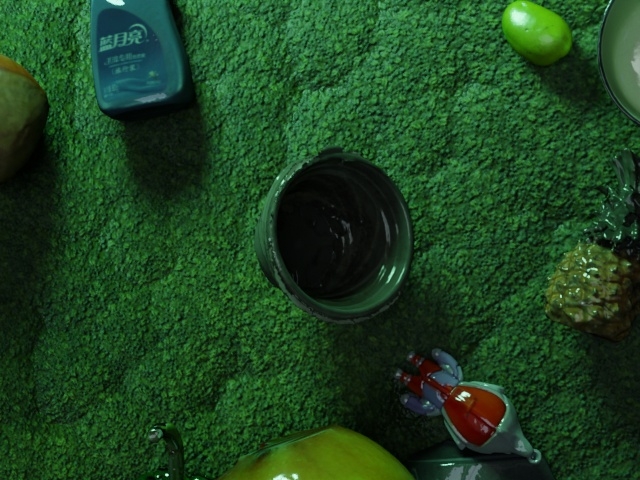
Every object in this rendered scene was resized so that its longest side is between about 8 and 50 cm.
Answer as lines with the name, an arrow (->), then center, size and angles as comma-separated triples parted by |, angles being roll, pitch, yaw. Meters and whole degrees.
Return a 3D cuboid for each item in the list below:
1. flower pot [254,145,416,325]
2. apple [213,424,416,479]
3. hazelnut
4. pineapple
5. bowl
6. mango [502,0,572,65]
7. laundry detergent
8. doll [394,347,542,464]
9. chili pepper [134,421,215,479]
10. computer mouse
flower pot -> 0.000, 0.000, 1.205 | 0.140, 0.235, 0.235 | -11, 86, 56
apple -> -0.029, 0.423, 1.123 | 0.384, 0.374, 0.374 | -23, 85, 9
hazelnut -> -0.516, -0.185, 1.335 | 0.214, 0.176, 0.214 | -14, 64, 31
pineapple -> 0.382, 0.004, 1.154 | 0.128, 0.128, 0.248 | 22, 90, 12
bowl -> 0.469, -0.236, 1.126 | 0.238, 0.126, 0.237 | 0, 89, 13
mango -> 0.292, -0.284, 1.206 | 0.073, 0.056, 0.108 | -41, 69, 6
laundry detergent -> -0.280, -0.329, 1.317 | 0.143, 0.094, 0.289 | -12, 87, 17
doll -> 0.203, 0.232, 1.212 | 0.227, 0.075, 0.102 | 32, 87, 21
chili pepper -> -0.207, 0.386, 1.257 | 0.165, 0.174, 0.261 | 14, 99, 9
computer mouse -> 0.214, 0.345, 1.212 | 0.231, 0.071, 0.126 | 2, 90, 12
